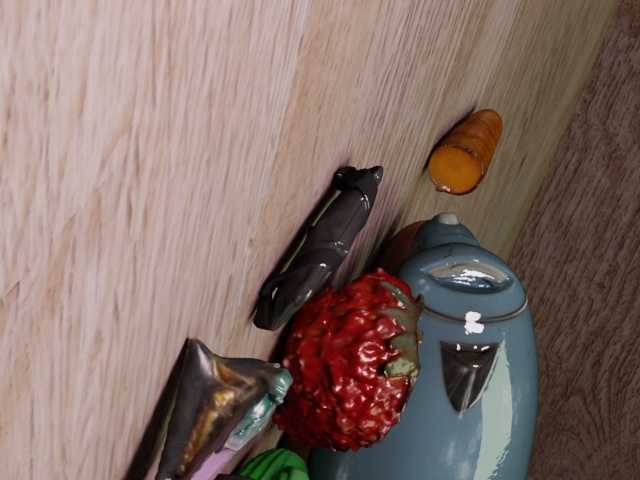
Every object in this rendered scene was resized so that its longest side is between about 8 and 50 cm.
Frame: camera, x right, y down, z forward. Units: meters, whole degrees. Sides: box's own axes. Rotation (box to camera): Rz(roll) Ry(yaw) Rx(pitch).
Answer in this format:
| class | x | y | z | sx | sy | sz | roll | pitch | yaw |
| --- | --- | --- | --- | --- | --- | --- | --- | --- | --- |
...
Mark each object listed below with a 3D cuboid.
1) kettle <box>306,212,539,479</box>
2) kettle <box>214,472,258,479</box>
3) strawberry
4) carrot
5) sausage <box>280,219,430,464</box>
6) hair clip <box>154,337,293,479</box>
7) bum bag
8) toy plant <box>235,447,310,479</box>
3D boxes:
| class | x | y | z | sx | sy | sz | roll | pitch | yaw |
| --- | --- | --- | --- | --- | --- | --- | --- | --- | --- |
| kettle | 0.123 | 0.141 | 1.898 | 0.319 | 0.247 | 0.342 | -104 | -158 | -60 |
| kettle | -0.122 | 0.326 | 1.437 | 0.232 | 0.202 | 0.144 | -58 | 136 | -45 |
| strawberry | 0.001 | 0.127 | 1.747 | 0.236 | 0.111 | 0.190 | -39 | -140 | 44 |
| carrot | 0.195 | -0.124 | 2.118 | 0.205 | 0.072 | 0.072 | -49 | 164 | -57 |
| sausage | 0.044 | 0.158 | 2.095 | 0.433 | 0.088 | 0.088 | -62 | 170 | 9 |
| hair clip | -0.146 | 0.233 | 1.399 | 0.095 | 0.110 | 0.359 | 22 | 104 | -40 |
| bum bag | 0.000 | 0.000 | 1.551 | 0.198 | 0.049 | 0.087 | -57 | -167 | -27 |
| toy plant | -0.096 | 0.329 | 1.848 | 0.240 | 0.088 | 0.154 | -51 | -168 | -10 |
